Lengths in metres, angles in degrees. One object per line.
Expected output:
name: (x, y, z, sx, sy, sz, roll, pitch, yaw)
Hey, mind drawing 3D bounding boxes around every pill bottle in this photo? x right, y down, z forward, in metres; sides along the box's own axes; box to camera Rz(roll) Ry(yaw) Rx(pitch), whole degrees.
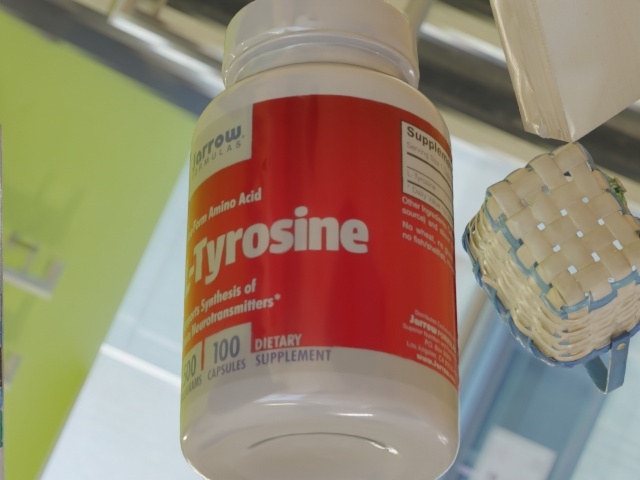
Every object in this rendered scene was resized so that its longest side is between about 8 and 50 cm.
pill bottle: (0.000, 0.000, 1.690, 0.229, 0.407, 0.229, 0, 152, 0)

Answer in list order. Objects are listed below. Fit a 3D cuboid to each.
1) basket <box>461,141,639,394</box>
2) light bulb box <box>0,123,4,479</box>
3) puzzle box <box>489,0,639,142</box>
basket: (0.291, 0.036, 2.345, 0.254, 0.201, 0.289, 58, 167, 19)
light bulb box: (-0.422, 0.043, 1.381, 0.358, 0.361, 0.225, -18, -134, -26)
puzzle box: (0.192, -0.300, 1.285, 0.052, 0.272, 0.409, 18, 132, 50)
